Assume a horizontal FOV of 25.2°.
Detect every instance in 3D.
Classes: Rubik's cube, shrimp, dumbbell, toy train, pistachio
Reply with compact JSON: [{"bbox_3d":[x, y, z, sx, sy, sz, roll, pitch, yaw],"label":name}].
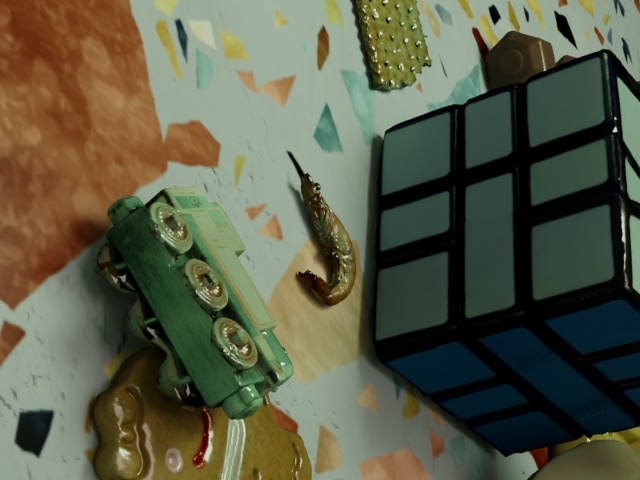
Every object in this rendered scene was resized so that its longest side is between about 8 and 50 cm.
[{"bbox_3d":[0.239,0.022,1.475,0.288,0.283,0.293,40,41,-41],"label":"Rubik's cube"},{"bbox_3d":[0.000,0.000,1.357,0.091,0.025,0.127,-37,110,-56],"label":"shrimp"},{"bbox_3d":[0.297,-0.212,1.872,0.082,0.092,0.231,53,23,25],"label":"dumbbell"},{"bbox_3d":[-0.090,0.047,1.102,0.194,0.081,0.125,58,27,13],"label":"toy train"},{"bbox_3d":[0.257,0.320,1.473,0.197,0.166,0.288,54,34,-13],"label":"pistachio"}]

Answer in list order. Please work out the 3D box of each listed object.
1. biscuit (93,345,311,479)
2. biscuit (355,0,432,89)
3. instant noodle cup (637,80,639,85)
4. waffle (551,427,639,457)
[{"bbox_3d":[-0.085,0.171,1.131,0.249,0.035,0.184,44,41,-37],"label":"biscuit"},{"bbox_3d":[0.077,-0.261,1.612,0.144,0.016,0.203,1,74,-57],"label":"biscuit"},{"bbox_3d":[0.489,-0.160,2.089,0.182,0.144,0.182,33,49,-47],"label":"instant noodle cup"},{"bbox_3d":[0.336,0.259,1.728,0.168,0.057,0.274,41,44,-40],"label":"waffle"}]
